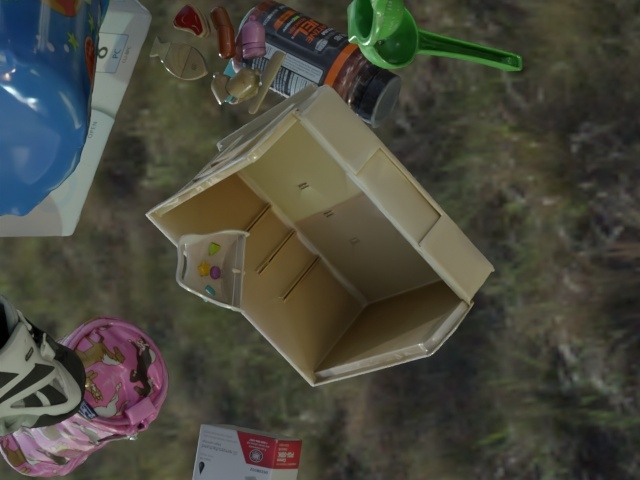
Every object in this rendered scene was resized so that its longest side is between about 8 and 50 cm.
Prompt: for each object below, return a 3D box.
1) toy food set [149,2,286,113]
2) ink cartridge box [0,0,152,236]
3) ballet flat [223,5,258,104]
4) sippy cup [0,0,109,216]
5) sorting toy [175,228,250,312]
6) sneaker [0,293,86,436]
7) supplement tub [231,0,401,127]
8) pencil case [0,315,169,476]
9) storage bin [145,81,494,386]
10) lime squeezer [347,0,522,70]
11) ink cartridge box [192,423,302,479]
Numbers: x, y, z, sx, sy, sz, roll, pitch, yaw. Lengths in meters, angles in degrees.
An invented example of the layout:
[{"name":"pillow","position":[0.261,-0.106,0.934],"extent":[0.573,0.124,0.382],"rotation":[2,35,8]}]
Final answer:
[{"name":"toy food set","position":[-0.080,-0.156,1.173],"extent":[0.122,0.019,0.078],"rotation":[37,106,27]},{"name":"ink cartridge box","position":[-0.403,-0.148,1.580],"extent":[0.091,0.385,0.308],"rotation":[44,121,34]},{"name":"ballet flat","position":[-0.100,-0.294,2.232],"extent":[0.073,0.067,0.206],"rotation":[62,146,21]},{"name":"sippy cup","position":[-0.262,-0.141,1.051],"extent":[0.305,0.240,0.224],"rotation":[89,171,-46]},{"name":"sorting toy","position":[-0.112,0.027,1.420],"extent":[0.045,0.075,0.083],"rotation":[-11,69,43]},{"name":"sneaker","position":[-0.338,0.126,1.560],"extent":[0.330,0.122,0.146],"rotation":[-20,-55,-75]},{"name":"supplement tub","position":[-0.002,-0.209,1.737],"extent":[0.198,0.106,0.106],"rotation":[28,127,16]},{"name":"pencil case","position":[-0.359,0.239,2.097],"extent":[0.386,0.160,0.167],"rotation":[-34,37,57]},{"name":"storage bin","position":[0.000,0.000,1.440],"extent":[0.262,0.123,0.260],"rotation":[47,151,-12]},{"name":"lime squeezer","position":[0.070,-0.168,1.110],"extent":[0.110,0.310,0.059],"rotation":[14,85,21]},{"name":"ink cartridge box","position":[-0.083,0.268,1.507],"extent":[0.099,0.056,0.135],"rotation":[6,86,29]}]
